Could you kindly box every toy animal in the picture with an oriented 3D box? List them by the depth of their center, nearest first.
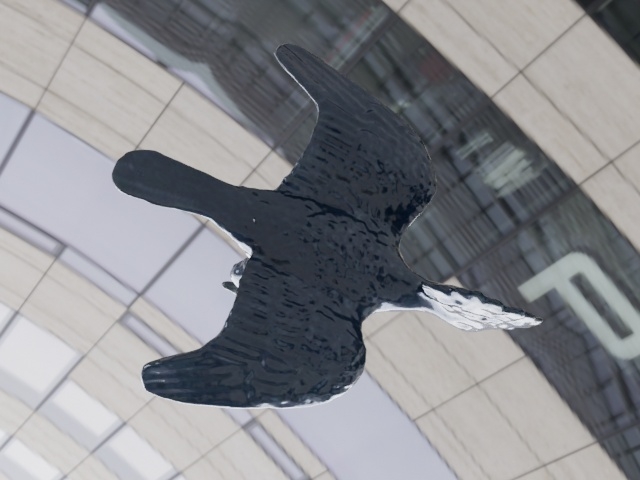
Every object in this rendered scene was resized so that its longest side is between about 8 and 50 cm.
[{"bbox_3d":[0.000,0.000,0.552,0.255,0.176,0.239,26,-112,-18],"label":"toy animal"}]
